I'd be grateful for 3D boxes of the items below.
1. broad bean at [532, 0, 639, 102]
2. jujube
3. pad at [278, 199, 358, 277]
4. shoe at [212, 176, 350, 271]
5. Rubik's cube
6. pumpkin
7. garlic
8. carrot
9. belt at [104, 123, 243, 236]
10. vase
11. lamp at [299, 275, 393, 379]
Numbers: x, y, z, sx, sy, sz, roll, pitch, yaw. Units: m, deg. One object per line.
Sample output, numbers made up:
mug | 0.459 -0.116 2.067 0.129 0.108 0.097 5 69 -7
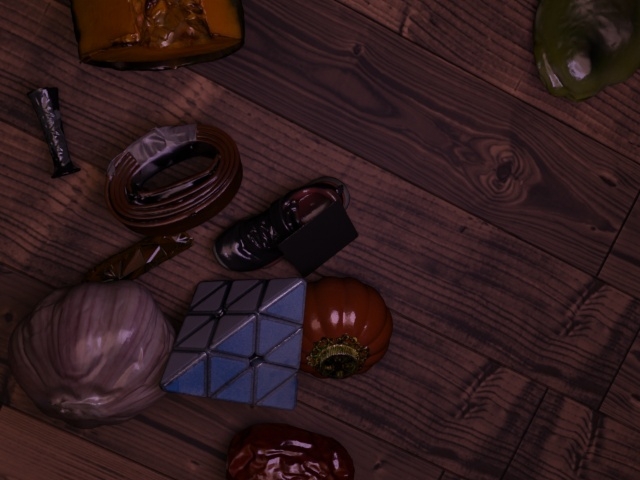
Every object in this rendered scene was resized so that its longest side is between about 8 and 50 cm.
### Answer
broad bean | 0.535 -0.411 1.750 0.238 0.119 0.291 20 90 1
jujube | -0.059 0.449 1.741 0.250 0.174 0.174 10 94 4
pad | 0.000 0.000 1.693 0.143 0.211 0.003 -38 67 -2
shoe | -0.068 -0.023 1.707 0.291 0.137 0.114 -31 97 -2
Rubik's cube | -0.147 0.182 1.633 0.228 0.233 0.228 7 78 2
pumpkin | -0.293 -0.423 1.590 0.303 0.256 0.226 -3 91 -29
garlic | -0.413 0.217 1.625 0.317 0.259 0.318 0 126 0
carrot | -0.352 0.039 1.721 0.228 0.069 0.069 -30 98 -4
belt | -0.274 -0.116 1.676 0.261 0.105 0.184 -21 79 -4
vase | -0.503 -0.203 1.682 0.059 0.059 0.167 -15 96 -5
lamp | 0.029 0.167 1.707 0.223 0.197 0.223 -2 133 -2
